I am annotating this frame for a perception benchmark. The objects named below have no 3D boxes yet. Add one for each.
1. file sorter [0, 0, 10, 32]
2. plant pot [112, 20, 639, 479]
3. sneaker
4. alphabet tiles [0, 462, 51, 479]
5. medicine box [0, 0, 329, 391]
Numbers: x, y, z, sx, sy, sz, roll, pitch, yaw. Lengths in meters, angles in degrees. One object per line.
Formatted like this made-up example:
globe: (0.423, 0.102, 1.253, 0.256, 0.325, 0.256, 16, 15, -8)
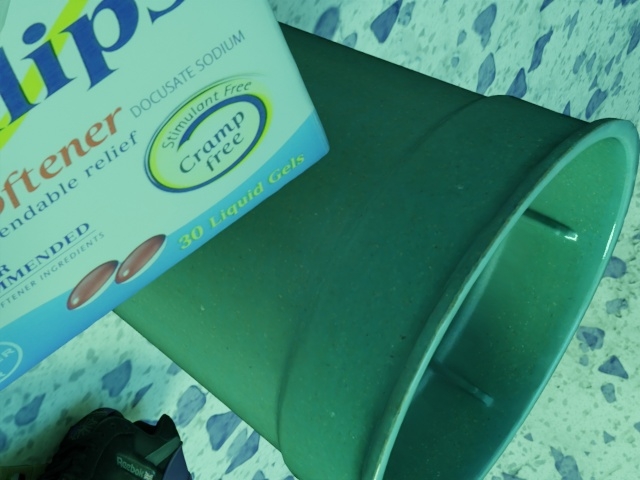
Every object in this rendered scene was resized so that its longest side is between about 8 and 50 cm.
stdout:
file sorter: (-0.224, -0.165, 0.285, 0.193, 0.277, 0.173, -22, 140, -54)
plant pot: (0.000, 0.000, 0.821, 0.341, 0.334, 0.341, -45, 152, -32)
sneaker: (-0.210, 0.209, 0.949, 0.283, 0.107, 0.124, 10, 70, -66)
alphabet tiles: (-0.280, 0.305, 0.927, 0.198, 0.009, 0.237, 21, 80, -66)
medicine box: (-0.165, -0.083, 0.544, 0.263, 0.149, 0.289, -36, 153, -4)
